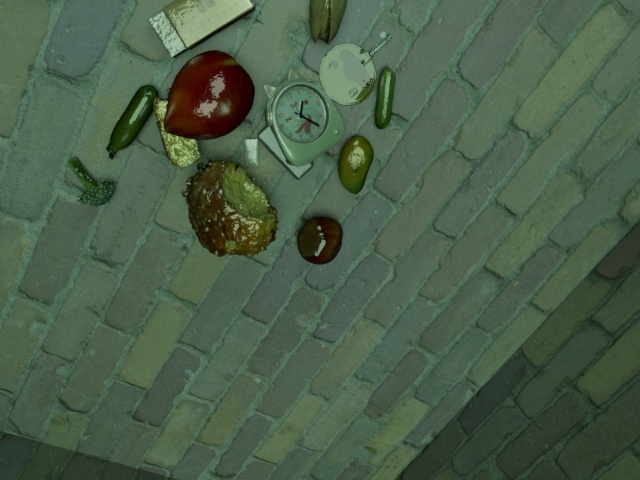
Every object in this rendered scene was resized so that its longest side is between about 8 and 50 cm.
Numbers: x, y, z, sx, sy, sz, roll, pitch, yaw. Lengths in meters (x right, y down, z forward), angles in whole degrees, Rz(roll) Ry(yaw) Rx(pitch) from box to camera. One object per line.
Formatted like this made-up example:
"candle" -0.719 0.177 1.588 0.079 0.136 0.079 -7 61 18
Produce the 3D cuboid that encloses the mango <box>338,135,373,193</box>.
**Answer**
"mango" 0.138 -0.311 1.653 0.137 0.091 0.237 14 112 -8

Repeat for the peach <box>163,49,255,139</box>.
"peach" -0.375 -0.487 1.376 0.362 0.201 0.258 -48 126 -20

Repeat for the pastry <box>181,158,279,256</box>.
"pastry" -0.354 -0.102 1.565 0.405 0.292 0.337 51 128 0

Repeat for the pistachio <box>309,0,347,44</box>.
"pistachio" 0.023 -0.801 1.388 0.135 0.136 0.226 7 119 -11

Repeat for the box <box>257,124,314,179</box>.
"box" -0.138 -0.362 1.610 0.103 0.055 0.244 -41 113 10

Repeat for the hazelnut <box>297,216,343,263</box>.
"hazelnut" -0.005 -0.002 1.735 0.186 0.210 0.210 13 114 13

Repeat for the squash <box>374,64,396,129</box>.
"squash" 0.252 -0.556 1.569 0.069 0.069 0.239 -1 116 -7

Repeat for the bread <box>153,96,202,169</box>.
"bread" -0.530 -0.402 1.496 0.129 0.134 0.260 -15 111 -15

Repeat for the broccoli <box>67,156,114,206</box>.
"broccoli" -0.897 -0.227 1.548 0.122 0.118 0.204 -32 102 30

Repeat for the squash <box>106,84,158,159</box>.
"squash" -0.703 -0.433 1.485 0.087 0.087 0.331 36 106 -21

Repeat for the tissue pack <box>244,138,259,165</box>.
"tissue pack" -0.275 -0.355 1.611 0.056 0.023 0.108 -2 114 -7

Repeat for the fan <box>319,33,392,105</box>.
"fan" 0.139 -0.661 1.537 0.335 0.011 0.229 -39 113 12

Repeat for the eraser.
"eraser" -0.403 -0.776 1.373 0.343 0.078 0.144 -29 114 6

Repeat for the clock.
"clock" -0.077 -0.467 1.512 0.265 0.108 0.324 -34 111 -9
